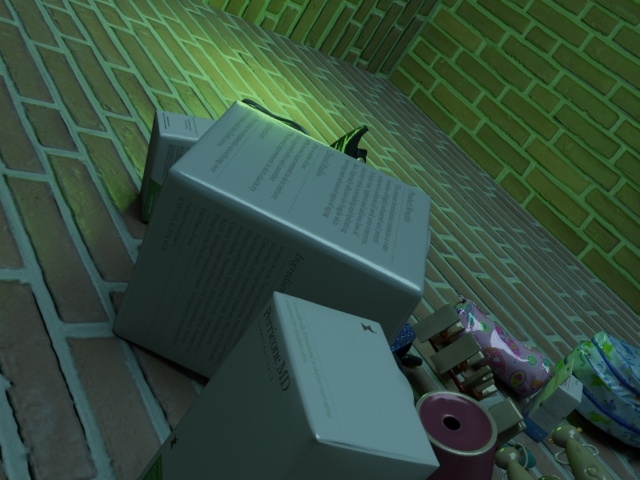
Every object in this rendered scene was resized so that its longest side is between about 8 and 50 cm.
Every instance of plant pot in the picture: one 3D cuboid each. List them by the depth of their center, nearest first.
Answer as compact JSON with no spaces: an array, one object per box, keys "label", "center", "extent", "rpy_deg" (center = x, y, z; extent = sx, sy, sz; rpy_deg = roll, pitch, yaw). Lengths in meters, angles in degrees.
[{"label":"plant pot","center":[0.188,0.344,1.043],"extent":[0.201,0.180,0.201],"rpy_deg":[9,32,-6]}]

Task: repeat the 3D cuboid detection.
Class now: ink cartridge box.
[{"label":"ink cartridge box","center":[-0.213,-0.133,1.367],"extent":[0.278,0.201,0.117],"rpy_deg":[7,33,-22]},{"label":"ink cartridge box","center":[0.537,0.364,1.516],"extent":[0.060,0.180,0.104],"rpy_deg":[40,25,11]}]

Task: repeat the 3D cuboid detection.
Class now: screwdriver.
[{"label":"screwdriver","center":[0.148,0.247,1.438],"extent":[0.170,0.024,0.025],"rpy_deg":[17,0,-21]}]

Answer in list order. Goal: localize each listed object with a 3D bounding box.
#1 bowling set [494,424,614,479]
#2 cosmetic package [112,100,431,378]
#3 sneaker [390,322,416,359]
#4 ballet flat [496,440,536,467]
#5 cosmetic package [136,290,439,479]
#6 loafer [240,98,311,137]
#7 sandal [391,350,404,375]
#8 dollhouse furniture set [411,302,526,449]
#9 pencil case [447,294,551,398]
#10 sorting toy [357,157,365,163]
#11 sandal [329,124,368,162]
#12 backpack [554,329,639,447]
[{"label":"bowling set","center":[0.361,0.469,1.173],"extent":[0.287,0.200,0.154],"rpy_deg":[-15,32,-3]},{"label":"cosmetic package","center":[-0.064,0.034,1.105],"extent":[0.393,0.327,0.329],"rpy_deg":[26,30,-2]},{"label":"sneaker","center":[0.091,0.235,1.323],"extent":[0.232,0.090,0.081],"rpy_deg":[-14,51,-32]},{"label":"ballet flat","center":[0.400,0.436,1.388],"extent":[0.114,0.041,0.041],"rpy_deg":[29,25,-15]},{"label":"cosmetic package","center":[-0.063,0.260,0.724],"extent":[0.155,0.365,0.197],"rpy_deg":[20,28,-30]},{"label":"loafer","center":[-0.136,-0.293,1.817],"extent":[0.251,0.094,0.087],"rpy_deg":[29,48,12]},{"label":"sandal","center":[0.120,0.293,1.239],"extent":[0.067,0.040,0.179],"rpy_deg":[18,61,-28]},{"label":"dollhouse furniture set","center":[0.280,0.292,1.333],"extent":[0.259,0.135,0.262],"rpy_deg":[60,3,35]},{"label":"pencil case","center":[0.423,0.259,1.632],"extent":[0.284,0.124,0.124],"rpy_deg":[38,25,4]},{"label":"sorting toy","center":[0.165,-0.124,1.973],"extent":[0.208,0.038,0.193],"rpy_deg":[-102,170,-54]},{"label":"sandal","center":[0.066,-0.245,2.094],"extent":[0.107,0.167,0.446],"rpy_deg":[56,28,-15]},{"label":"backpack","center":[0.783,0.392,1.741],"extent":[0.355,0.273,0.290],"rpy_deg":[16,35,-12]}]
